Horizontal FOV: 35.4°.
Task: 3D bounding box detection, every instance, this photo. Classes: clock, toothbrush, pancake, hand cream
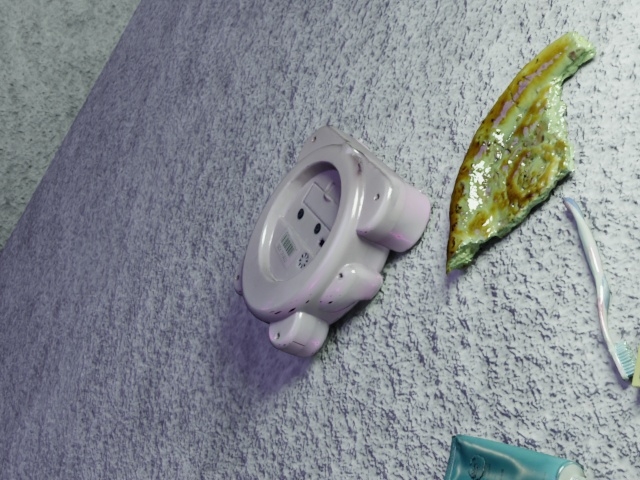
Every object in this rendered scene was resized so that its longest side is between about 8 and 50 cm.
[{"bbox_3d":[0.000,0.000,1.569,0.322,0.113,0.295,-57,35,10],"label":"clock"},{"bbox_3d":[0.328,0.049,1.186,0.027,0.021,0.269,-23,48,18],"label":"toothbrush"},{"bbox_3d":[0.263,-0.117,1.357,0.197,0.054,0.376,18,83,55],"label":"pancake"},{"bbox_3d":[0.221,0.271,1.161,0.224,0.048,0.083,-10,62,55],"label":"hand cream"}]

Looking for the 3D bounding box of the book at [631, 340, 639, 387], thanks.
[{"bbox_3d":[0.381,0.109,1.076,0.077,0.014,0.111,1,68,44],"label":"book"}]
